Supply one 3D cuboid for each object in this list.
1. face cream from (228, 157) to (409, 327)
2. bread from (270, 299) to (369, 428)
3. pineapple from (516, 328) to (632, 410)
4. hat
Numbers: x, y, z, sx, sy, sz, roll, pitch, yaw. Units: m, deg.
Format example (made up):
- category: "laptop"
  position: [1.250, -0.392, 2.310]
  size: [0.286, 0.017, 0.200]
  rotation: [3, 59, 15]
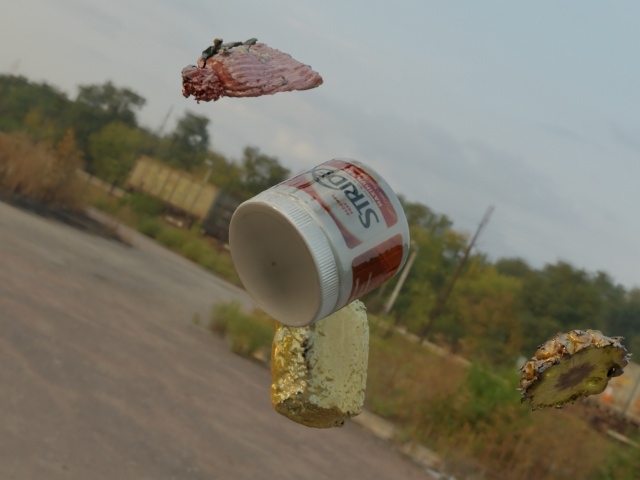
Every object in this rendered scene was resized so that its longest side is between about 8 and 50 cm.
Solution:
- category: "face cream"
  position: [0.000, 0.000, 1.594]
  size: [0.187, 0.201, 0.201]
  rotation: [-28, 37, -36]
- category: "bread"
  position: [0.003, 0.198, 1.901]
  size: [0.174, 0.245, 0.121]
  rotation: [23, -32, -38]
- category: "pineapple"
  position: [0.438, 0.221, 1.940]
  size: [0.225, 0.225, 0.076]
  rotation: [28, 32, -46]
- category: "hat"
  position: [-0.162, -0.349, 2.245]
  size: [0.286, 0.107, 0.237]
  rotation: [-20, 38, -35]
